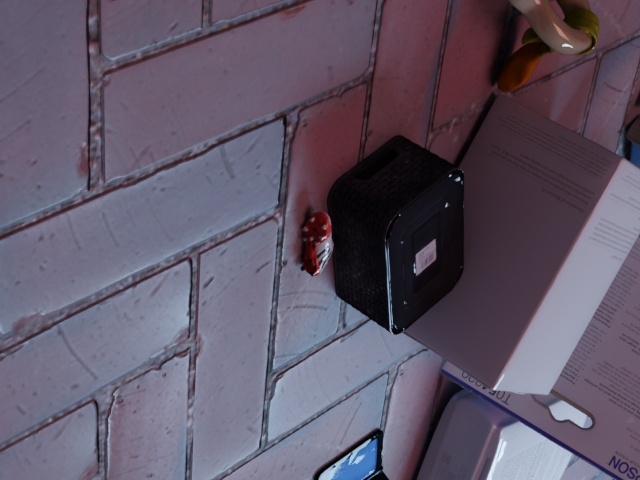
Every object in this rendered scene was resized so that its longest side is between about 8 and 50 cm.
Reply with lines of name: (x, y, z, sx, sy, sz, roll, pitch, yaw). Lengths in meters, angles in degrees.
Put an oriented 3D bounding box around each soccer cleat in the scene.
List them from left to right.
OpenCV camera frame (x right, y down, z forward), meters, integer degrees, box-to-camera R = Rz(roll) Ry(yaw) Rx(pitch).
soccer cleat: (0.000, 0.000, 1.311, 0.035, 0.029, 0.083, -38, 147, -43)

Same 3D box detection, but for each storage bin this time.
storage bin: (0.083, -0.004, 1.364, 0.122, 0.084, 0.180, -38, 142, -28)

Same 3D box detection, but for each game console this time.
game console: (0.055, 0.320, 1.621, 0.122, 0.107, 0.071, -29, 166, -36)

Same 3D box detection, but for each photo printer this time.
photo printer: (0.270, 0.304, 1.856, 0.307, 0.107, 0.256, -14, 128, -48)

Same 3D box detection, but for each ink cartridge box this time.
ink cartridge box: (0.367, 0.106, 1.639, 0.330, 0.324, 0.071, -58, -179, 4)

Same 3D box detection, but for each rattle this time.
rattle: (0.189, -0.251, 1.344, 0.199, 0.142, 0.130, 18, 70, -42)

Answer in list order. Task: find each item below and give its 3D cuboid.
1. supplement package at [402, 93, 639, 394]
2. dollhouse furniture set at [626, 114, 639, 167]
supplement package: (0.235, 0.011, 1.492, 0.177, 0.175, 0.293, 16, 104, -59)
dollhouse furniture set: (0.465, 0.030, 1.713, 0.303, 0.286, 0.198, -51, 149, -31)
